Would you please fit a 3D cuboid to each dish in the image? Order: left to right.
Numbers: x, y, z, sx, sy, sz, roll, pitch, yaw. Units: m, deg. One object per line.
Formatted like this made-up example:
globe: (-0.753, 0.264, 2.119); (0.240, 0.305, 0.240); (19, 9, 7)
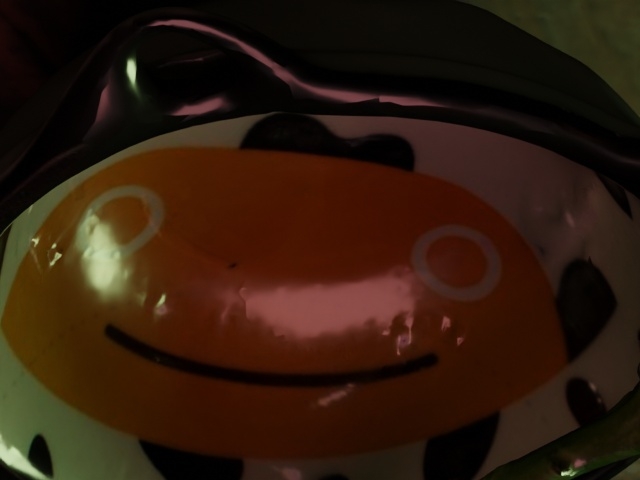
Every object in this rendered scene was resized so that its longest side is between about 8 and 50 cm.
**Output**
dish: (0.000, 0.000, 0.515); (0.303, 0.120, 0.303); (-2, 140, -2)

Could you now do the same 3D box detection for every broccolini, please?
broccolini: (0.085, 0.081, 0.487); (0.254, 0.057, 0.071); (-41, 86, 34)
